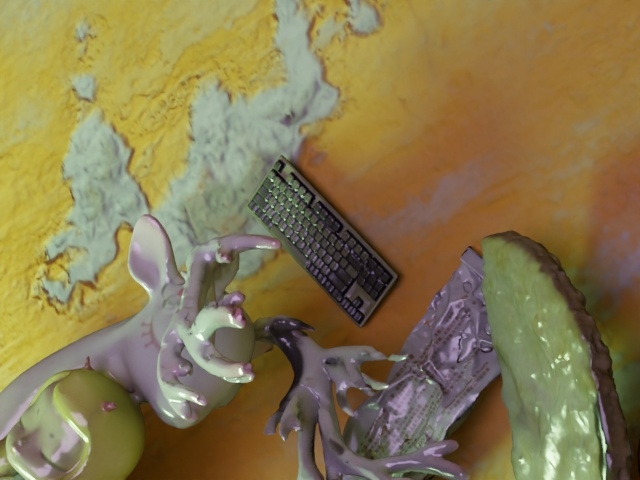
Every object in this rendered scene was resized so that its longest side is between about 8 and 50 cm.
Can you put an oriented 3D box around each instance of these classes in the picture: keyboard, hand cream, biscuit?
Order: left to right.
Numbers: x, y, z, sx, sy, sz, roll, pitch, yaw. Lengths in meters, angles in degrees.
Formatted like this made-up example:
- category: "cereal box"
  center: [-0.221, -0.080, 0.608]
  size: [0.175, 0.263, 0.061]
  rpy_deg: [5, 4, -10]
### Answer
- category: "keyboard"
  center: [0.000, 0.000, 1.374]
  size: [0.129, 0.015, 0.049]
  rpy_deg: [47, 111, 25]
- category: "hand cream"
  center: [0.056, 0.131, 1.316]
  size: [0.084, 0.050, 0.257]
  rpy_deg: [39, 104, 31]
- category: "biscuit"
  center: [0.149, 0.114, 1.210]
  size: [0.133, 0.032, 0.250]
  rpy_deg: [168, 94, -69]

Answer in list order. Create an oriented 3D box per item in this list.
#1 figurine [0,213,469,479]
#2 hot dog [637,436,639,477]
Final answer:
- category: "figurine"
  center: [-0.086, 0.135, 1.284]
  size: [0.316, 0.206, 0.284]
  rpy_deg: [-56, 33, 10]
- category: "hot dog"
  center: [0.293, 0.141, 1.131]
  size: [0.227, 0.099, 0.161]
  rpy_deg: [29, 104, 37]
